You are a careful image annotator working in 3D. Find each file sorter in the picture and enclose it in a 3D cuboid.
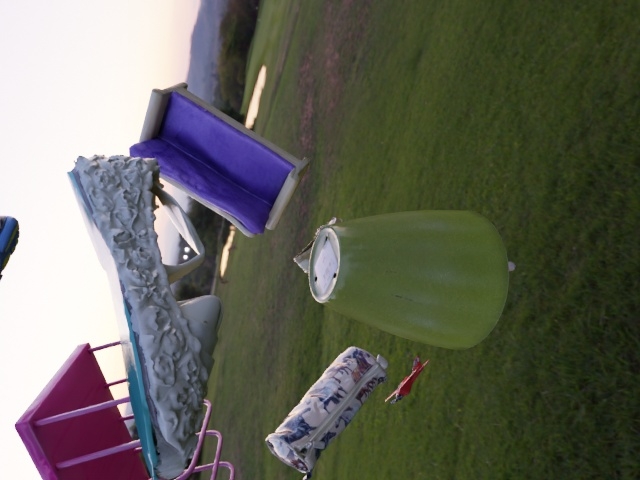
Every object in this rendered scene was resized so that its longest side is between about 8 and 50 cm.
[{"bbox_3d":[-0.257,0.305,0.718,0.202,0.182,0.291,-106,1,-73],"label":"file sorter"}]

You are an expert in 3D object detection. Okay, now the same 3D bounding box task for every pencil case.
[{"bbox_3d":[0.033,0.494,1.441,0.410,0.160,0.183,-41,16,-31],"label":"pencil case"}]

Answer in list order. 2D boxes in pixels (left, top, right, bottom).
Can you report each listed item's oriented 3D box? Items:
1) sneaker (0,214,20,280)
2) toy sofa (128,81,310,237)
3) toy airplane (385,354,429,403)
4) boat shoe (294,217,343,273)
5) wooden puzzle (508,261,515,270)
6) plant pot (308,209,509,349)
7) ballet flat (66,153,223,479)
[{"bbox_3d":[-0.535,0.035,0.743,0.067,0.078,0.188,114,164,-49],"label":"sneaker"},{"bbox_3d":[-0.220,-0.179,1.055,0.150,0.362,0.177,-58,-1,34],"label":"toy sofa"},{"bbox_3d":[0.200,0.314,1.087,0.151,0.028,0.151,-50,-11,-13],"label":"toy airplane"},{"bbox_3d":[-0.001,0.001,1.041,0.056,0.048,0.153,-13,37,57],"label":"boat shoe"},{"bbox_3d":[0.360,-0.007,1.451,0.348,0.321,0.081,-126,42,-67],"label":"wooden puzzle"},{"bbox_3d":[0.138,0.058,0.899,0.274,0.293,0.275,-172,90,-66],"label":"plant pot"},{"bbox_3d":[-0.191,0.053,0.575,0.409,0.146,0.147,65,150,21],"label":"ballet flat"}]
